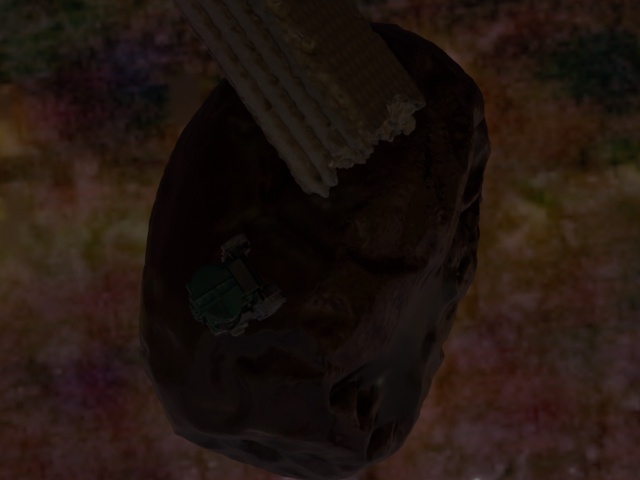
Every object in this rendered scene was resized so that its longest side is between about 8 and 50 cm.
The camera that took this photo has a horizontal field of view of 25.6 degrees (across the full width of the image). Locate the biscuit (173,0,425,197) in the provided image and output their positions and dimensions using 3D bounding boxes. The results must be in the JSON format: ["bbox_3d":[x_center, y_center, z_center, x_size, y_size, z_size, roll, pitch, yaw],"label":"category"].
[{"bbox_3d":[-0.030,-0.145,0.840,0.062,0.239,0.108,-30,-171,33],"label":"biscuit"}]

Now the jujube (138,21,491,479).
[{"bbox_3d":[0.000,-0.002,1.142,0.276,0.377,0.276,8,155,4],"label":"jujube"}]

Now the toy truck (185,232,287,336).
[{"bbox_3d":[-0.045,0.027,0.705,0.044,0.039,0.083,-32,175,-8],"label":"toy truck"}]
